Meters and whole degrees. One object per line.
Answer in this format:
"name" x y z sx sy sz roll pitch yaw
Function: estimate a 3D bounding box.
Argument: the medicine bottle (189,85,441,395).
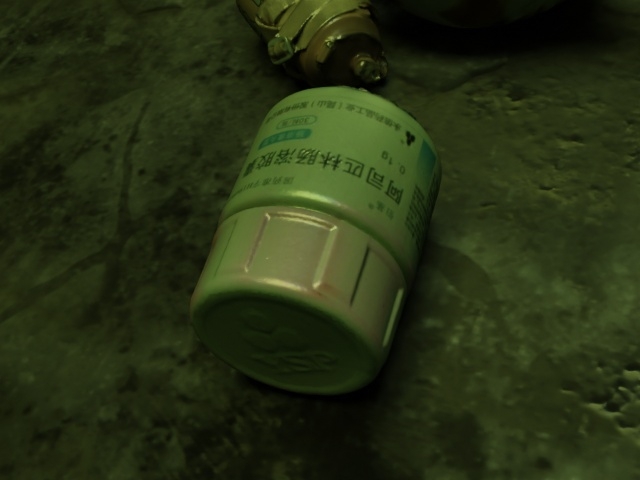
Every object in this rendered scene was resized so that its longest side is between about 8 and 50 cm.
"medicine bottle" 0.000 0.000 0.613 0.135 0.135 0.168 5 54 20

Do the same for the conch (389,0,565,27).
"conch" 0.135 -0.291 0.784 0.249 0.197 0.368 -23 51 -31

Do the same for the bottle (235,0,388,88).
"bottle" -0.006 -0.183 0.796 0.099 0.099 0.152 -27 52 -7
